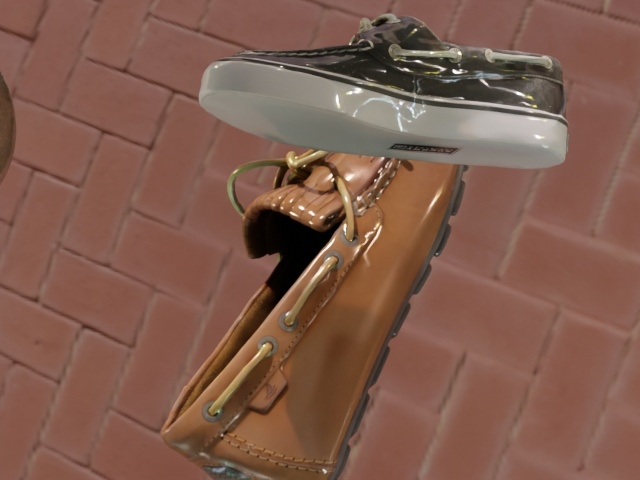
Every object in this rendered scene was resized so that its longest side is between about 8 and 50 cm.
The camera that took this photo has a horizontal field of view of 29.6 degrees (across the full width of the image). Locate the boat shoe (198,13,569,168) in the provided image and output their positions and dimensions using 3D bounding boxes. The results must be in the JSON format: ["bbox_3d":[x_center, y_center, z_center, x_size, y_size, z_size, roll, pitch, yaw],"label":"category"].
[{"bbox_3d":[0.038,-0.087,0.681,0.219,0.078,0.070,6,79,-22],"label":"boat shoe"}]

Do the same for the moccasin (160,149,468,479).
[{"bbox_3d":[-0.001,0.001,0.885,0.147,0.139,0.380,32,69,-13],"label":"moccasin"}]

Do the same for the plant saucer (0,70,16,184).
[{"bbox_3d":[-0.216,-0.043,0.512,0.168,0.168,0.029,-26,44,16],"label":"plant saucer"}]
